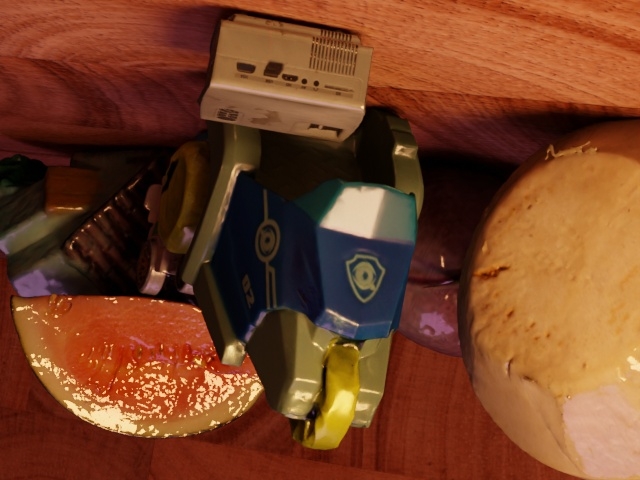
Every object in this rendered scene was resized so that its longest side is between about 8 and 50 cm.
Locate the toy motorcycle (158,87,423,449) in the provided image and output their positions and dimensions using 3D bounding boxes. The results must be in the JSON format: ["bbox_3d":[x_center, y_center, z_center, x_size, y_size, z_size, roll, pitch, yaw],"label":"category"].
[{"bbox_3d":[0.000,0.000,1.488,0.191,0.200,0.326,11,-148,-20],"label":"toy motorcycle"}]

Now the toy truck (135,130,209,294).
[{"bbox_3d":[-0.067,-0.015,1.867,0.146,0.175,0.367,13,173,-21],"label":"toy truck"}]

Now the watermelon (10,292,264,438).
[{"bbox_3d":[-0.185,0.144,2.005,0.303,0.128,0.159,8,159,-9],"label":"watermelon"}]

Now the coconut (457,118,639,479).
[{"bbox_3d":[0.271,0.059,1.510,0.323,0.323,0.323,9,174,1],"label":"coconut"}]

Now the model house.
[{"bbox_3d":[-0.196,-0.008,2.151,0.248,0.230,0.280,-29,127,12],"label":"model house"}]

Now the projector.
[{"bbox_3d":[-0.026,-0.117,1.365,0.115,0.061,0.147,11,174,-5],"label":"projector"}]

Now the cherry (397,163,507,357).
[{"bbox_3d":[0.138,0.019,1.846,0.213,0.184,0.266,31,-171,-21],"label":"cherry"}]
